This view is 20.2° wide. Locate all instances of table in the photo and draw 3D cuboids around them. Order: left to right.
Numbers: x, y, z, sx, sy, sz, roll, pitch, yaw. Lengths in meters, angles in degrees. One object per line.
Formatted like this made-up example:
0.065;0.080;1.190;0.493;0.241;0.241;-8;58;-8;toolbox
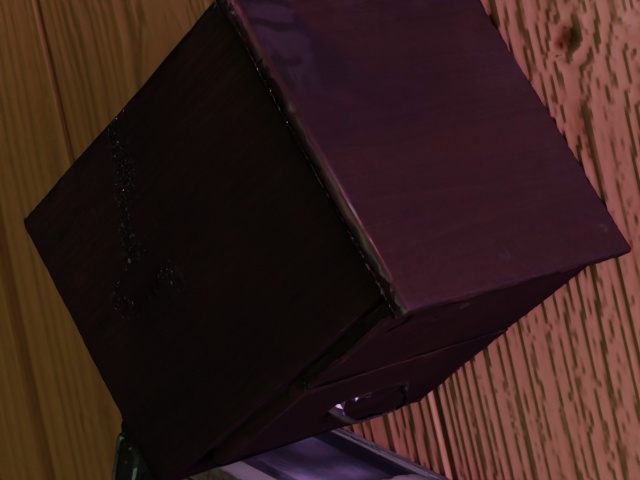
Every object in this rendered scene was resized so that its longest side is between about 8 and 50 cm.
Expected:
0.000;0.000;0.863;0.193;0.169;0.172;-42;70;39;table

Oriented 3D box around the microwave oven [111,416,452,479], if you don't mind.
-0.012;0.183;0.934;0.205;0.129;0.163;20;105;39;microwave oven
